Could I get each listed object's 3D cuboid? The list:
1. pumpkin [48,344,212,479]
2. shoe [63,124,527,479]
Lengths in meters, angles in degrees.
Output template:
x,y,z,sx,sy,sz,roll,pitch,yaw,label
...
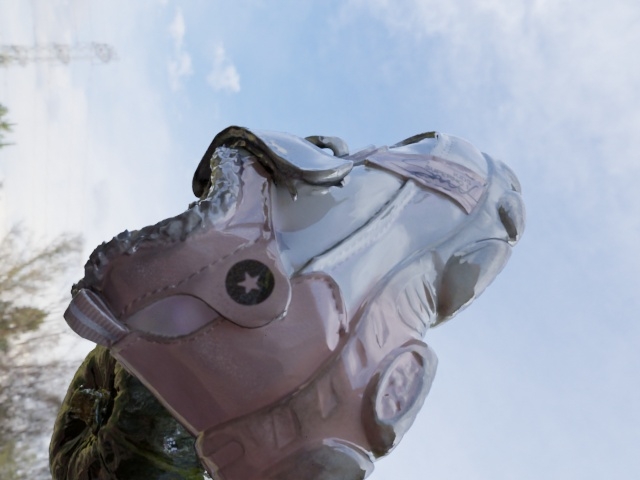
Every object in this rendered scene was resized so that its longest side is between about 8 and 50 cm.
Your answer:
x,y,z,sx,sy,sz,roll,pitch,yaw,label
-0.163,0.169,0.690,0.223,0.157,0.224,-30,-135,36,pumpkin
0.002,-0.002,0.490,0.198,0.351,0.172,44,-48,-6,shoe
